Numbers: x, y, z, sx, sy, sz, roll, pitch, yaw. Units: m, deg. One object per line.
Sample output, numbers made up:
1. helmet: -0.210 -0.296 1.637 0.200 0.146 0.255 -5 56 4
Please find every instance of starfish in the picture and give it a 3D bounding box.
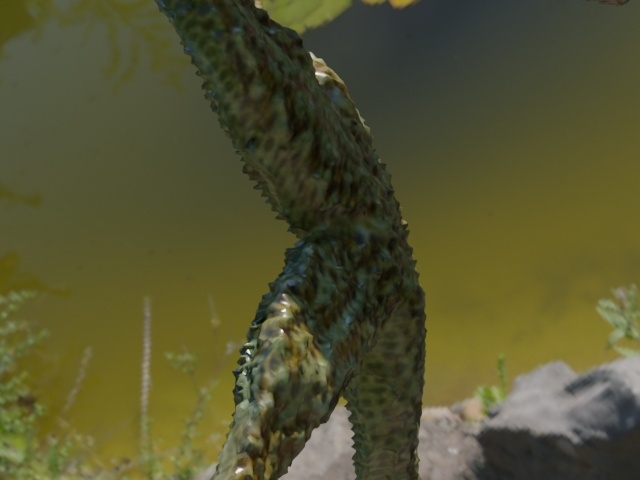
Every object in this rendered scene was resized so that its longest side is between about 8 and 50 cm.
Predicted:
1. starfish: 0.003 -0.001 0.586 0.078 0.358 0.347 -19 81 14

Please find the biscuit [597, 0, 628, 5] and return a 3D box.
1. biscuit: 0.176 -0.169 0.480 0.108 0.239 0.062 3 64 -10
